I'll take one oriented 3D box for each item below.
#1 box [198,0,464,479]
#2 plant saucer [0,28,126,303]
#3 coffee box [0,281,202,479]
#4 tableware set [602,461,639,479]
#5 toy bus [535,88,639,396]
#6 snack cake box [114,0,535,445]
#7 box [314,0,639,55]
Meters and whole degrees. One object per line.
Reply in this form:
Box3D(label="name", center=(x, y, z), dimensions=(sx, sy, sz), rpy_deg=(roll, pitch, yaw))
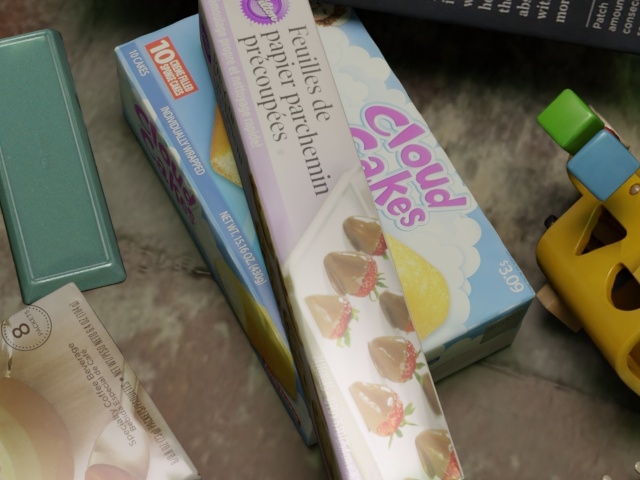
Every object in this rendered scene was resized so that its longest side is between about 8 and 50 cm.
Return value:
Box3D(label="box", center=(0.000, 0.000, 0.869), dimensions=(0.063, 0.067, 0.324), rpy_deg=(-13, 68, -10))
Box3D(label="plant saucer", center=(-0.181, -0.054, 1.004), dimensions=(0.067, 0.018, 0.192), rpy_deg=(-14, 68, -10))
Box3D(label="coffee box", center=(-0.205, 0.153, 0.863), dimensions=(0.246, 0.098, 0.141), rpy_deg=(-31, 71, -16))
Box3D(label="tableware set", center=(0.190, 0.185, 0.918), dimensions=(0.154, 0.024, 0.104), rpy_deg=(-13, 67, -10))
Box3D(label="toy bus", center=(0.185, 0.014, 0.948), dimensions=(0.104, 0.202, 0.191), rpy_deg=(-44, 81, 11))
Box3D(label="snack cake box", center=(-0.002, -0.027, 0.965), dimensions=(0.152, 0.089, 0.264), rpy_deg=(-26, 70, -14))
Box3D(label="box", center=(0.061, -0.307, 0.982), dimensions=(0.395, 0.212, 0.293), rpy_deg=(10, 43, 0))
